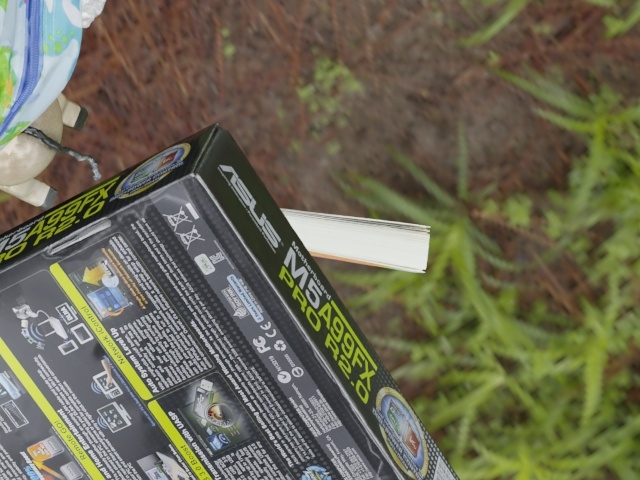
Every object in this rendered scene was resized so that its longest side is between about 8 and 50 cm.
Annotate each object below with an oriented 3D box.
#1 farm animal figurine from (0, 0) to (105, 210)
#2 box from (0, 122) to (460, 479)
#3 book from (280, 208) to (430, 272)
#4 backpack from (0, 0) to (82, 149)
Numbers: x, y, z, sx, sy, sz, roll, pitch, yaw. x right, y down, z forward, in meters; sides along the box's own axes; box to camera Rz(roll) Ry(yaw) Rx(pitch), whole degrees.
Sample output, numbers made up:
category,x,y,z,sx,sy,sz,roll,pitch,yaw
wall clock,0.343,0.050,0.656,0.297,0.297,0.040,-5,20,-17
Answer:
category,x,y,z,sx,sy,sz,roll,pitch,yaw
farm animal figurine,-0.334,-0.092,1.436,0.326,0.330,0.172,3,170,17
box,-0.071,0.103,0.937,0.216,0.060,0.270,-26,110,23
book,0.000,0.000,1.414,0.144,0.096,0.035,8,84,-12
backpack,-0.285,-0.203,1.144,0.290,0.356,0.273,-36,129,27
